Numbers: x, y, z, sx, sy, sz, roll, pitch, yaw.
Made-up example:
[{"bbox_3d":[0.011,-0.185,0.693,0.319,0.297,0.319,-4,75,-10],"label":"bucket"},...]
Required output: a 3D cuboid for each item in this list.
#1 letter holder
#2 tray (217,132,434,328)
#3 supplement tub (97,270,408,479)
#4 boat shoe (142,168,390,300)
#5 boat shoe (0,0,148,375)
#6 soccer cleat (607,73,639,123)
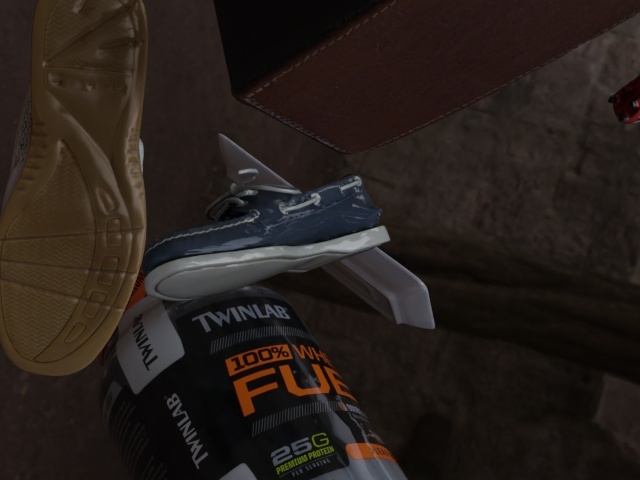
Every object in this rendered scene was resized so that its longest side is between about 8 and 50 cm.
[{"bbox_3d":[0.116,-0.176,0.578,0.214,0.301,0.152,24,46,-51],"label":"letter holder"},{"bbox_3d":[0.000,0.000,1.027,0.030,0.270,0.145,-49,159,-11],"label":"tray"},{"bbox_3d":[-0.063,0.181,0.876,0.207,0.338,0.207,-23,144,-18],"label":"supplement tub"},{"bbox_3d":[-0.041,-0.011,0.799,0.254,0.095,0.079,-13,81,-43],"label":"boat shoe"},{"bbox_3d":[-0.168,-0.046,0.707,0.096,0.098,0.277,-143,-117,-74],"label":"boat shoe"},{"bbox_3d":[0.200,-0.092,0.569,0.035,0.029,0.083,-12,162,-32],"label":"soccer cleat"}]
